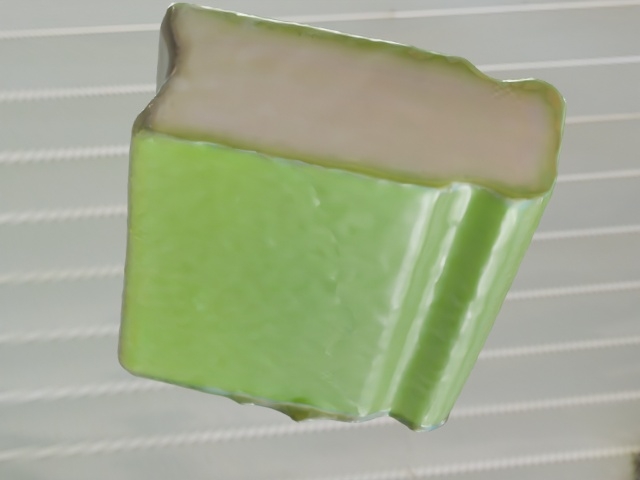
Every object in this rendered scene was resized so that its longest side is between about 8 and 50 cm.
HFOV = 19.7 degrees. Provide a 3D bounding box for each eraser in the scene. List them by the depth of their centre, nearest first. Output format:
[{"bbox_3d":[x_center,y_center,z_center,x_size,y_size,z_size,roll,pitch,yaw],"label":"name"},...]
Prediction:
[{"bbox_3d":[0.000,0.000,0.989,0.210,0.274,0.092,11,-120,1],"label":"eraser"}]
